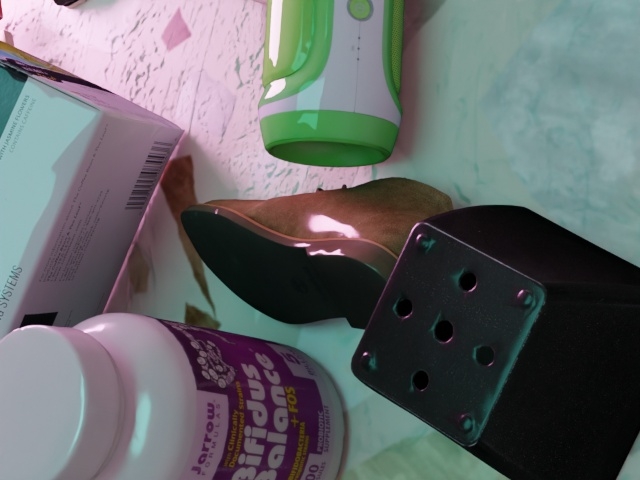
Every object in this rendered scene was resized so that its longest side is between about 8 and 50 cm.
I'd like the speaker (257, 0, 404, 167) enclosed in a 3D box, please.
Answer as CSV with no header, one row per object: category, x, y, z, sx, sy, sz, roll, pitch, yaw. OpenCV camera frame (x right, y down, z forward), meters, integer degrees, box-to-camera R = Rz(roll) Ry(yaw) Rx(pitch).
speaker,0.014,-0.218,1.401,0.131,0.131,0.296,-4,78,36

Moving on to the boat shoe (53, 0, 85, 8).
boat shoe,-0.228,-0.280,1.650,0.133,0.042,0.049,-29,62,27

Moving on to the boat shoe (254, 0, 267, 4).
boat shoe,-0.081,-0.280,1.541,0.065,0.075,0.206,-34,43,-23

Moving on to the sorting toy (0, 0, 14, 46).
sorting toy,-0.351,-0.138,1.708,0.132,0.046,0.274,-26,66,30

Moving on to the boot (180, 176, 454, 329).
boot,0.000,0.000,1.401,0.305,0.112,0.115,10,47,48

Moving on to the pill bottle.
pill bottle,-0.128,0.148,1.317,0.169,0.301,0.169,-8,76,35

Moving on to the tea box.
tea box,-0.358,-0.029,1.518,0.323,0.220,0.329,26,96,13

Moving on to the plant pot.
plant pot,0.136,0.079,1.221,0.188,0.167,0.187,30,100,36
